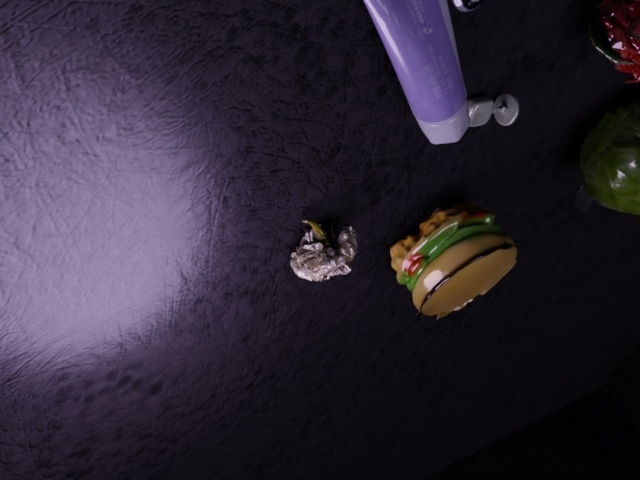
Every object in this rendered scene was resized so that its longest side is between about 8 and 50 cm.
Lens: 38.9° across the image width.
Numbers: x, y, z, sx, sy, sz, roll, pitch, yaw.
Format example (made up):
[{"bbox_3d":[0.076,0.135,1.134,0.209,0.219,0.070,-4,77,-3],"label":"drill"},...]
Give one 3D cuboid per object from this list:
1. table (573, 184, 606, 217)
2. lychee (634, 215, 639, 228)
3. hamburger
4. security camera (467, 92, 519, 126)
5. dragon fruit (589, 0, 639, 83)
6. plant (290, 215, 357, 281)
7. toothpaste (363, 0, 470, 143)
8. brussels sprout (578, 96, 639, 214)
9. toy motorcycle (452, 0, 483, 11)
[{"bbox_3d":[0.640,-0.115,2.058,0.133,0.043,0.133,-30,151,-19],"label":"table"},{"bbox_3d":[0.876,-0.095,2.151,0.270,0.320,0.270,-51,159,-28],"label":"lychee"},{"bbox_3d":[0.238,0.022,1.650,0.237,0.149,0.237,-25,154,-13],"label":"hamburger"},{"bbox_3d":[0.270,-0.213,1.468,0.092,0.058,0.058,-3,135,-32],"label":"security camera"},{"bbox_3d":[0.574,-0.369,1.424,0.293,0.234,0.234,-36,153,10],"label":"dragon fruit"},{"bbox_3d":[0.000,0.000,1.425,0.122,0.104,0.116,68,30,-29],"label":"plant"},{"bbox_3d":[0.135,-0.263,1.197,0.125,0.080,0.371,-41,146,-7],"label":"toothpaste"},{"bbox_3d":[0.633,-0.168,1.797,0.244,0.244,0.244,-30,150,-19],"label":"brussels sprout"},{"bbox_3d":[0.171,-0.381,1.058,0.151,0.074,0.229,-54,141,-10],"label":"toy motorcycle"}]
